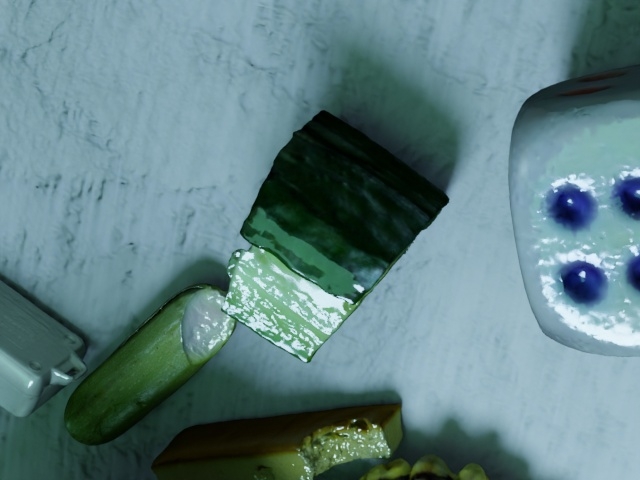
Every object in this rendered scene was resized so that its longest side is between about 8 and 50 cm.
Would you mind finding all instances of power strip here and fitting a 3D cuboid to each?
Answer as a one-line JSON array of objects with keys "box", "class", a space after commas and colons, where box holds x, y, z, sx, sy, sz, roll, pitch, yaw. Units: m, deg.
[{"box": [-0.374, 0.051, 1.381, 0.338, 0.098, 0.058, 35, 120, 8], "class": "power strip"}]

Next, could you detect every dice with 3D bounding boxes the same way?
[{"box": [0.253, -0.029, 1.053, 0.193, 0.192, 0.194, -5, 102, 21], "class": "dice"}]

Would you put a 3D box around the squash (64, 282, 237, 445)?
[{"box": [-0.161, 0.119, 1.339, 0.069, 0.069, 0.239, 48, 118, 0], "class": "squash"}]

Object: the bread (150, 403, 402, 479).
[{"box": [-0.038, 0.193, 1.307, 0.226, 0.088, 0.049, -10, 102, 25], "class": "bread"}]

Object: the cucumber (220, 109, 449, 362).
[{"box": [0.004, -0.003, 1.181, 0.130, 0.191, 0.191, 38, 117, 7], "class": "cucumber"}]

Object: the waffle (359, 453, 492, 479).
[{"box": [0.115, 0.326, 1.303, 0.281, 0.058, 0.301, 46, 122, -6], "class": "waffle"}]
